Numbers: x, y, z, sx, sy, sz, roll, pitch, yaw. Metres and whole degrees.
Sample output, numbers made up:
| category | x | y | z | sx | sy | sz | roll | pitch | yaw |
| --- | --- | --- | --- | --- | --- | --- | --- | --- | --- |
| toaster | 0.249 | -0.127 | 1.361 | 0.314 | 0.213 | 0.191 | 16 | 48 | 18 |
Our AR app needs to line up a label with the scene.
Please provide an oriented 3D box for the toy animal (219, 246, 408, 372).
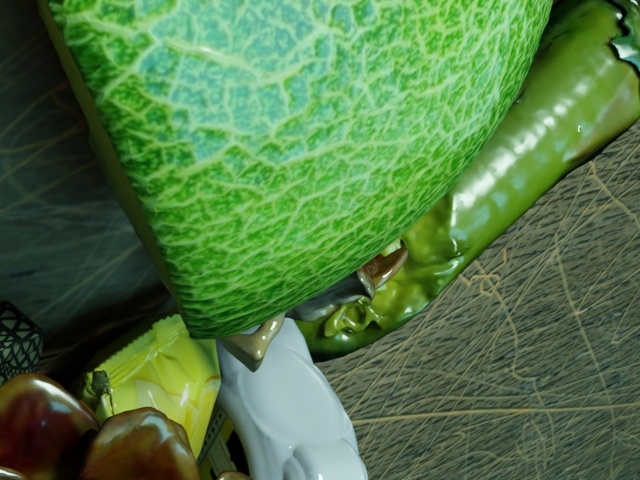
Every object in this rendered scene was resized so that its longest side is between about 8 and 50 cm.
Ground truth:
| category | x | y | z | sx | sy | sz | roll | pitch | yaw |
| --- | --- | --- | --- | --- | --- | --- | --- | --- | --- |
| toy animal | 0.000 | 0.000 | 1.146 | 0.179 | 0.188 | 0.089 | -49 | 119 | -24 |

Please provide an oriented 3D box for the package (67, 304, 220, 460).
| category | x | y | z | sx | sy | sz | roll | pitch | yaw |
| --- | --- | --- | --- | --- | --- | --- | --- | --- | --- |
| package | -0.137 | 0.146 | 1.172 | 0.168 | 0.090 | 0.226 | -45 | 158 | -55 |

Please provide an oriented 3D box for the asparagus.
| category | x | y | z | sx | sy | sz | roll | pitch | yaw |
| --- | --- | --- | --- | --- | --- | --- | --- | --- | --- |
| asparagus | 0.110 | -0.045 | 1.308 | 0.382 | 0.128 | 0.108 | -42 | 117 | -16 |

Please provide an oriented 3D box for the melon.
| category | x | y | z | sx | sy | sz | roll | pitch | yaw |
| --- | --- | --- | --- | --- | --- | --- | --- | --- | --- |
| melon | 0.014 | -0.139 | 0.972 | 0.343 | 0.226 | 0.331 | -32 | 133 | -9 |

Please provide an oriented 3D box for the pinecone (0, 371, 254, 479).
| category | x | y | z | sx | sy | sz | roll | pitch | yaw |
| --- | --- | --- | --- | --- | --- | --- | --- | --- | --- |
| pinecone | -0.157 | 0.286 | 0.979 | 0.398 | 0.398 | 0.398 | -37 | 150 | -26 |

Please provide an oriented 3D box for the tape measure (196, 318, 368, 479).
| category | x | y | z | sx | sy | sz | roll | pitch | yaw |
| --- | --- | --- | --- | --- | --- | --- | --- | --- | --- |
| tape measure | -0.040 | 0.160 | 1.243 | 0.105 | 0.196 | 0.178 | -4 | 143 | -35 |

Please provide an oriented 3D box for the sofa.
| category | x | y | z | sx | sy | sz | roll | pitch | yaw |
| --- | --- | --- | --- | --- | --- | --- | --- | --- | --- |
| sofa | -0.212 | 0.099 | 1.069 | 0.060 | 0.039 | 0.118 | -21 | 140 | -44 |
